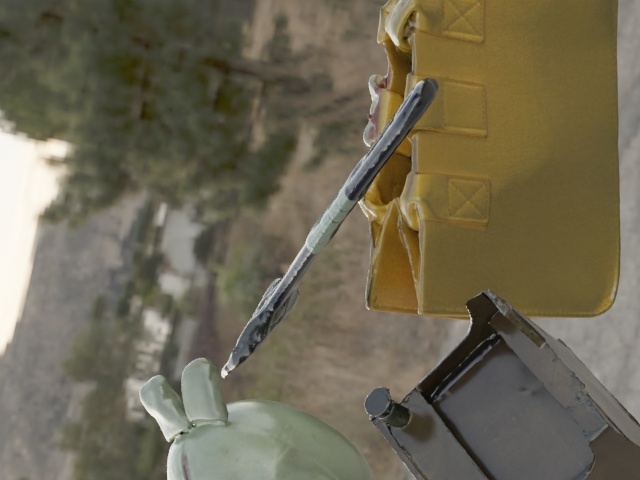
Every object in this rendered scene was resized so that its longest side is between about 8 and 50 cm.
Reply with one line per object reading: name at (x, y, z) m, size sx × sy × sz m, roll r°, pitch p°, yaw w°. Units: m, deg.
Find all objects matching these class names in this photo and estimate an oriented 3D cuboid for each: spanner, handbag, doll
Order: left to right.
doll at (-0.004, 0.185, 0.908) m, size 0.155 × 0.275 × 0.113 m, roll -25°, pitch 36°, yaw 47°
spanner at (0.000, 0.000, 0.921) m, size 0.087 × 0.024 × 0.316 m, roll -52°, pitch -1°, yaw -39°
handbag at (0.162, -0.119, 1.391) m, size 0.133 × 0.283 × 0.401 m, roll -2°, pitch 84°, yaw 48°

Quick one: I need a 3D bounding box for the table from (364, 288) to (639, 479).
table at (0.069, 0.073, 0.490) m, size 0.070 × 0.082 × 0.083 m, roll -45°, pitch 51°, yaw 8°
